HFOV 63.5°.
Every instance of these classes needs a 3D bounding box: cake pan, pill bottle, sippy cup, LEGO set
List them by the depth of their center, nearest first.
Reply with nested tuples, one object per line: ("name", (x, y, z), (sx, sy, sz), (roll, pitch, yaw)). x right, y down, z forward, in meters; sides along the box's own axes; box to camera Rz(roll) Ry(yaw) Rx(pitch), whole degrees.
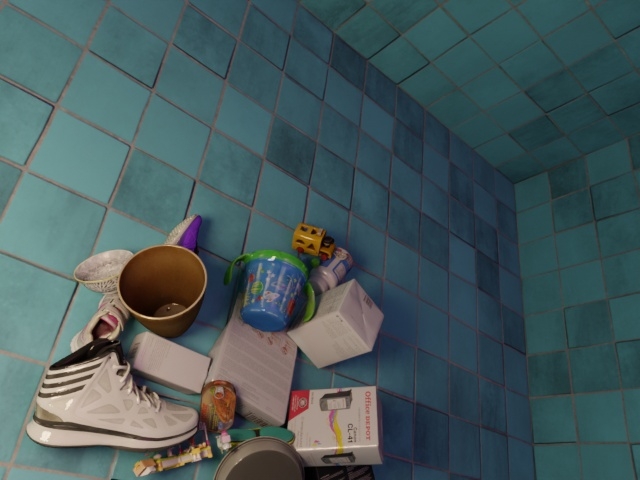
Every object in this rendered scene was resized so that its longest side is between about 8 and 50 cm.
("LEGO set", (-0.409, 0.593, 1.491), (0.286, 0.132, 0.107), (0, 64, -37))
("cake pan", (-0.182, 0.754, 1.581), (0.292, 0.054, 0.294), (-1, 92, -19))
("sippy cup", (-0.174, 0.186, 1.794), (0.305, 0.240, 0.224), (8, 55, 7))
("pill bottle", (0.031, 0.133, 2.094), (0.124, 0.124, 0.221), (55, 45, -11))

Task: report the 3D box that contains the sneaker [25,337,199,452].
("sneaker", (-0.505, 0.405, 1.377), (0.447, 0.169, 0.258), (16, 91, -37))

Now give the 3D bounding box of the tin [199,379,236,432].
("tin", (-0.316, 0.508, 1.585), (0.106, 0.190, 0.040), (4, 26, -15))

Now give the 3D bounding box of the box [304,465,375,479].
("box", (0.062, 0.825, 1.845), (0.261, 0.103, 0.185), (-2, 76, -43))

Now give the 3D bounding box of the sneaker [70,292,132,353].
("sneaker", (-0.593, 0.224, 1.473), (0.103, 0.111, 0.252), (42, 49, -23))

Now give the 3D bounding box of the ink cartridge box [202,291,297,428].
("ink cartridge box", (-0.232, 0.409, 1.784), (0.308, 0.091, 0.385), (40, 33, -24))

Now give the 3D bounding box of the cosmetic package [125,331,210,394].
("cosmetic package", (-0.459, 0.374, 1.559), (0.231, 0.085, 0.118), (35, 52, -30))

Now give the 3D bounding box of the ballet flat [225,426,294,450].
("ballet flat", (-0.203, 0.642, 1.652), (0.230, 0.077, 0.077), (6, 27, -15))

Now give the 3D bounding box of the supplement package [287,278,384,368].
("supplement package", (0.058, 0.312, 1.926), (0.199, 0.262, 0.198), (51, 37, -15))

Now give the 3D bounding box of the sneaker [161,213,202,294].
("sneaker", (-0.447, 0.055, 1.697), (0.146, 0.102, 0.294), (40, 57, -24))

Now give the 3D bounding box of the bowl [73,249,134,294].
("bowl", (-0.613, 0.103, 1.498), (0.170, 0.170, 0.080), (-43, 133, -44))

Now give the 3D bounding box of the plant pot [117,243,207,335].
("plant pot", (-0.449, 0.178, 1.511), (0.236, 0.254, 0.237), (5, 55, -7))

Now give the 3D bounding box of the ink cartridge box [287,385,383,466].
("ink cartridge box", (0.050, 0.623, 1.739), (0.226, 0.305, 0.131), (-87, 164, -46))

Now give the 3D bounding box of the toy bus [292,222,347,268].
("toy bus", (-0.013, 0.000, 2.062), (0.202, 0.105, 0.191), (-15, 47, -25))
